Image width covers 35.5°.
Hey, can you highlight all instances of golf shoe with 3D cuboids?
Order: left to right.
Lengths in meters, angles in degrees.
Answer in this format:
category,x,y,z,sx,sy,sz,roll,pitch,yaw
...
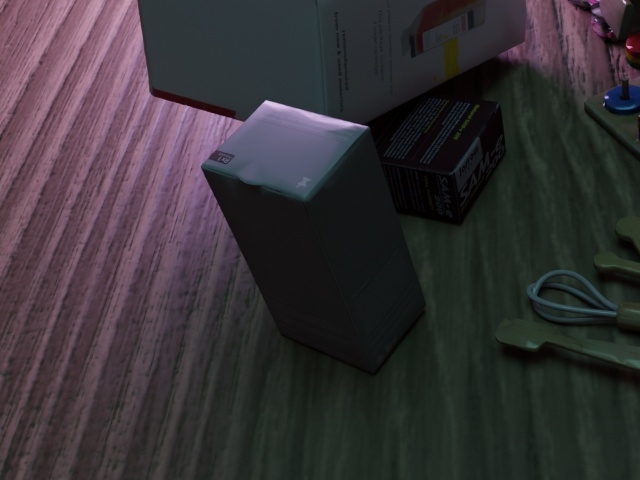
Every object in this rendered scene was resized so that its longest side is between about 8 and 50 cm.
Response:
category,x,y,z,sx,sy,sz,roll,pitch,yaw
golf shoe,0.350,-0.331,1.260,0.067,0.086,0.186,-20,40,1

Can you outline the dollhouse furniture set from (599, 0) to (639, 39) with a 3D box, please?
category,x,y,z,sx,sy,sz,roll,pitch,yaw
dollhouse furniture set,0.438,-0.354,1.119,0.212,0.242,0.161,1,35,-3

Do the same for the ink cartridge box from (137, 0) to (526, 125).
category,x,y,z,sx,sy,sz,roll,pitch,yaw
ink cartridge box,0.023,-0.272,1.163,0.279,0.160,0.384,18,35,37

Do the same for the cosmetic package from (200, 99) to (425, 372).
category,x,y,z,sx,sy,sz,roll,pitch,yaw
cosmetic package,0.000,0.000,0.910,0.127,0.238,0.107,21,54,34

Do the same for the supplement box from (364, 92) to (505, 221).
category,x,y,z,sx,sy,sz,roll,pitch,yaw
supplement box,0.071,-0.107,1.124,0.239,0.073,0.130,13,49,31

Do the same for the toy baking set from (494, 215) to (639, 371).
category,x,y,z,sx,sy,sz,roll,pitch,yaw
toy baking set,0.297,0.062,0.904,0.256,0.030,0.197,-31,40,-15

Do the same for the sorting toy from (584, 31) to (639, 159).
category,x,y,z,sx,sy,sz,roll,pitch,yaw
sorting toy,0.382,-0.149,1.084,0.132,0.046,0.274,-23,42,-6
